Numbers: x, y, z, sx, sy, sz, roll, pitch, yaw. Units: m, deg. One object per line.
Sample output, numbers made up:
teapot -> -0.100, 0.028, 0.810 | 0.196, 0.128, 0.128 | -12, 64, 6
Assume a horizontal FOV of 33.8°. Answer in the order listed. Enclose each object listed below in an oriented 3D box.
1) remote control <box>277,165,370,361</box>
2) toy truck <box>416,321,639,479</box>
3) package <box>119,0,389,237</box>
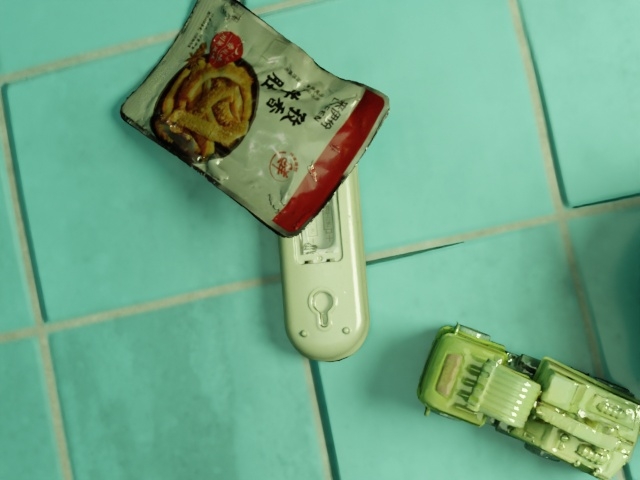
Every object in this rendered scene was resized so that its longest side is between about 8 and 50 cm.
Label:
remote control -> 0.000, 0.000, 0.955 | 0.078, 0.042, 0.221 | -5, 86, 8
toy truck -> 0.177, 0.138, 0.885 | 0.191, 0.116, 0.085 | 21, 90, 9
package -> -0.063, -0.119, 0.949 | 0.239, 0.030, 0.154 | 36, 90, 24
